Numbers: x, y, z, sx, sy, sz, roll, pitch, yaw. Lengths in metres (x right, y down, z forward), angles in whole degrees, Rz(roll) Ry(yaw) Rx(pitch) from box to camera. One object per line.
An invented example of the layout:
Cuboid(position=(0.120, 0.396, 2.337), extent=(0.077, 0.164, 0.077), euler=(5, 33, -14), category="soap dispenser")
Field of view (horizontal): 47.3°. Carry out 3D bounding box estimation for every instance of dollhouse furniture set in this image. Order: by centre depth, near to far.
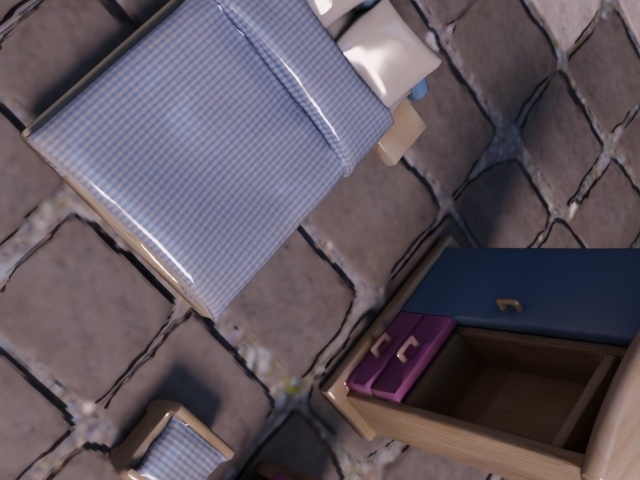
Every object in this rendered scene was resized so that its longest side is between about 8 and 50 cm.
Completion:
Cuboid(position=(0.000, 0.000, 0.326), extent=(0.286, 0.198, 0.303), euler=(-49, 112, -23), category="dollhouse furniture set")
